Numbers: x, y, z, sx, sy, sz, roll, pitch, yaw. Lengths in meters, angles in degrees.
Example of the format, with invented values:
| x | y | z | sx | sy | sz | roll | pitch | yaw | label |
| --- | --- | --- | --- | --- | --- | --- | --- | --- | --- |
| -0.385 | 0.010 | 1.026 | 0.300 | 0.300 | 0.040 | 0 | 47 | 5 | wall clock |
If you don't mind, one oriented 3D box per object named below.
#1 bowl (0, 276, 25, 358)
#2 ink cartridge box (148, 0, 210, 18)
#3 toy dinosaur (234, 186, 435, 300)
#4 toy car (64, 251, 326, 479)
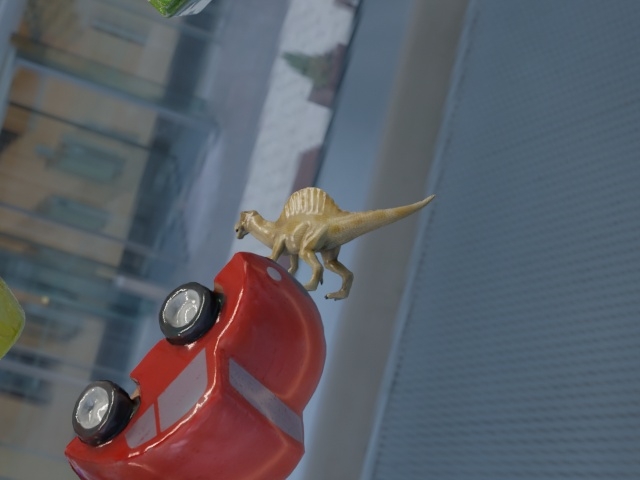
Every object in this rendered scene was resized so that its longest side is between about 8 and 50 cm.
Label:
| x | y | z | sx | sy | sz | roll | pitch | yaw | label |
| --- | --- | --- | --- | --- | --- | --- | --- | --- | --- |
| -0.350 | 0.049 | 0.951 | 0.290 | 0.156 | 0.289 | -23 | 16 | 7 | bowl |
| -0.149 | -0.267 | 0.989 | 0.097 | 0.255 | 0.189 | -44 | 6 | 7 | ink cartridge box |
| 0.000 | 0.000 | 1.247 | 0.183 | 0.053 | 0.092 | -5 | 76 | 24 | toy dinosaur |
| -0.084 | 0.141 | 0.506 | 0.053 | 0.239 | 0.225 | 36 | 141 | 50 | toy car |
